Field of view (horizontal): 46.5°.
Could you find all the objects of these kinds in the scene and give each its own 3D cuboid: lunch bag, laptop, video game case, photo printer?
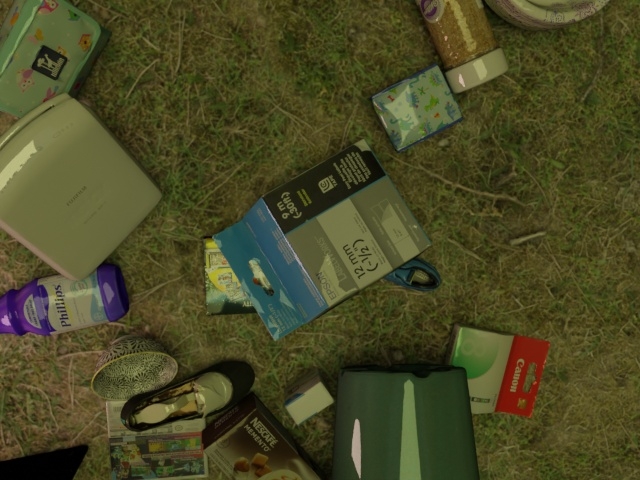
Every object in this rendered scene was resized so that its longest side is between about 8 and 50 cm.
[{"bbox_3d":[0.191,-0.263,1.482,0.151,0.096,0.129,-27,99,8],"label":"lunch bag"},{"bbox_3d":[-0.645,0.594,1.369,0.408,0.382,0.236,-11,99,-4],"label":"laptop"},{"bbox_3d":[-0.339,0.413,1.556,0.201,0.023,0.183,-3,97,-6],"label":"video game case"},{"bbox_3d":[-0.500,-0.328,1.325,0.160,0.262,0.223,31,93,-8],"label":"lunch bag"},{"bbox_3d":[-0.453,-0.096,1.333,0.107,0.307,0.256,34,76,34],"label":"photo printer"}]

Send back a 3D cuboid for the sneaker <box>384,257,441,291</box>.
[{"bbox_3d":[0.149,0.052,1.527,0.209,0.082,0.069,19,97,-6],"label":"sneaker"}]

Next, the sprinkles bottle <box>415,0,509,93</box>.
[{"bbox_3d":[0.246,-0.470,1.449,0.121,0.121,0.355,-25,98,-2],"label":"sprinkles bottle"}]

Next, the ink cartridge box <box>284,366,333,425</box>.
[{"bbox_3d":[-0.026,0.316,1.523,0.088,0.122,0.052,-34,95,-1],"label":"ink cartridge box"}]

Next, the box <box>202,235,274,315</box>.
[{"bbox_3d":[-0.119,0.066,1.521,0.233,0.044,0.159,-2,97,-5],"label":"box"}]

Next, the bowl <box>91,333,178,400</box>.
[{"bbox_3d":[-0.376,0.241,1.488,0.170,0.080,0.170,-15,143,-12],"label":"bowl"}]

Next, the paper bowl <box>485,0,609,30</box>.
[{"bbox_3d":[0.431,-0.549,1.437,0.284,0.148,0.284,-1,96,-9],"label":"paper bowl"}]

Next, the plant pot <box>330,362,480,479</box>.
[{"bbox_3d":[0.161,0.414,1.455,0.341,0.341,0.334,-1,84,-5],"label":"plant pot"}]

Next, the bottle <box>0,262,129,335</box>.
[{"bbox_3d":[-0.527,0.126,1.465,0.283,0.092,0.118,-12,97,-4],"label":"bottle"}]

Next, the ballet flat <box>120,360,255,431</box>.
[{"bbox_3d":[-0.263,0.323,1.493,0.280,0.096,0.095,-21,92,-6],"label":"ballet flat"}]

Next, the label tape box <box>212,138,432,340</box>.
[{"bbox_3d":[0.000,0.000,1.442,0.348,0.115,0.249,-30,84,-11],"label":"label tape box"}]

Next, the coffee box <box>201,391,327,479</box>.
[{"bbox_3d":[-0.112,0.454,1.535,0.141,0.098,0.246,-38,104,-1],"label":"coffee box"}]

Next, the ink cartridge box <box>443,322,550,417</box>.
[{"bbox_3d":[0.374,0.285,1.593,0.225,0.056,0.181,12,96,-5],"label":"ink cartridge box"}]
